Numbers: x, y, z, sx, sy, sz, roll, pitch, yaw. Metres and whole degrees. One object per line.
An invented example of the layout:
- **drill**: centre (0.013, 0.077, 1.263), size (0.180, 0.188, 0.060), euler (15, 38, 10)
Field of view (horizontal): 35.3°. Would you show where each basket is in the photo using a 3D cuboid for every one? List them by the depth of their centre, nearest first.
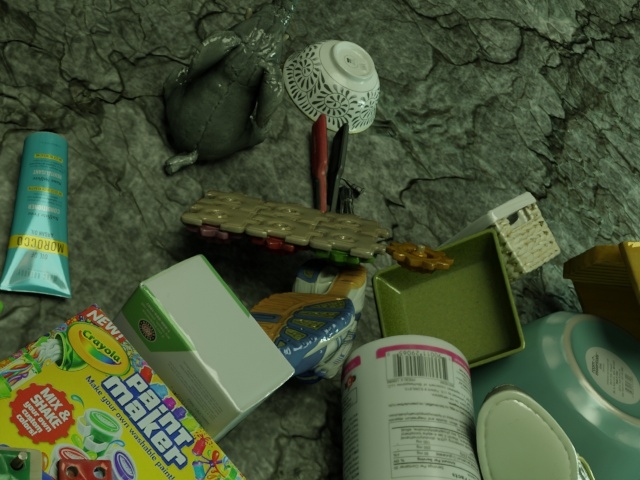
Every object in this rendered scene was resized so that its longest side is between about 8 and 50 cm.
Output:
- **basket**: centre (0.246, 0.022, 1.452), size (0.113, 0.167, 0.103), euler (-25, 80, -43)

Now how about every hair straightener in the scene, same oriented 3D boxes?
- **hair straightener**: centre (0.033, -0.079, 1.462), size (0.089, 0.047, 0.230), euler (15, 51, -24)

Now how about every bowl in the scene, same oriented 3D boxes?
- **bowl**: centre (0.350, 0.216, 1.342), size (0.312, 0.163, 0.311), euler (23, 38, -19)
- **bowl**: centre (0.033, -0.258, 1.574), size (0.170, 0.080, 0.170), euler (17, 50, -22)

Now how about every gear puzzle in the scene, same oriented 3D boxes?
- **gear puzzle**: centre (0.000, 0.000, 1.278), size (0.339, 0.044, 0.175), euler (11, 16, 4)

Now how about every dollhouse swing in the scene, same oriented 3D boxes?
- **dollhouse swing**: centre (0.512, 0.181, 1.414), size (0.315, 0.347, 0.304), euler (5, 83, 2)

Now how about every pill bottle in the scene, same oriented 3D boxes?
- **pill bottle**: centre (0.105, 0.268, 1.169), size (0.160, 0.160, 0.283), euler (18, 50, -22)

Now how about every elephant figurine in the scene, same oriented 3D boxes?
- **elephant figurine**: centre (-0.111, -0.227, 1.338), size (0.169, 0.239, 0.186), euler (-3, 60, -36)

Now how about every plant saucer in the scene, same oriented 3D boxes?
- **plant saucer**: centre (0.175, 0.100, 1.356), size (0.045, 0.188, 0.188), euler (42, 32, -50)

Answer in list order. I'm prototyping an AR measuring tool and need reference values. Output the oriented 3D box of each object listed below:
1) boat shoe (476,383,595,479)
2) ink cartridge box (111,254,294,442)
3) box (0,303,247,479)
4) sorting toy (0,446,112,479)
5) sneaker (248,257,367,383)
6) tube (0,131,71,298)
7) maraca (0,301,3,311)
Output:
- **boat shoe**: centre (0.265, 0.287, 1.187), size (0.305, 0.109, 0.091), euler (60, 15, -18)
- **ink cartridge box**: centre (-0.153, 0.144, 1.046), size (0.160, 0.219, 0.093), euler (51, 43, 8)
- **box**: centre (-0.243, 0.266, 0.923), size (0.290, 0.177, 0.279), euler (48, 44, 6)
- **sorting toy**: centre (-0.271, 0.216, 0.780), size (0.275, 0.046, 0.132), euler (12, 52, -28)
- **sneaker**: centre (-0.009, 0.120, 1.172), size (0.112, 0.130, 0.296), euler (10, 17, 17)
- **tube**: centre (-0.329, -0.029, 1.183), size (0.080, 0.052, 0.207), euler (7, 59, -22)
- **maraca**: centre (-0.383, 0.113, 0.996), size (0.127, 0.099, 0.185), euler (-4, 38, 6)
